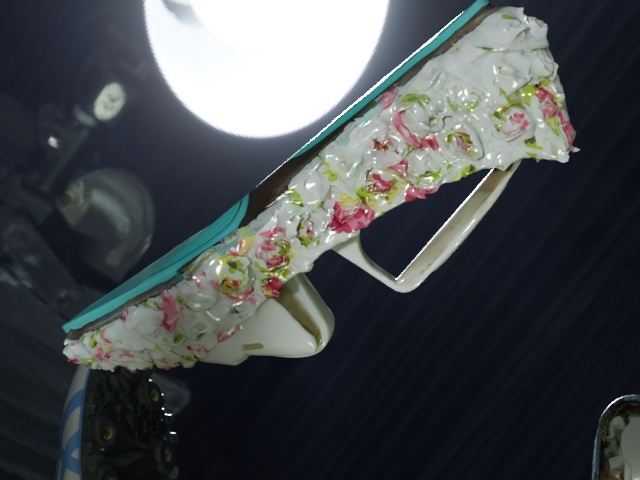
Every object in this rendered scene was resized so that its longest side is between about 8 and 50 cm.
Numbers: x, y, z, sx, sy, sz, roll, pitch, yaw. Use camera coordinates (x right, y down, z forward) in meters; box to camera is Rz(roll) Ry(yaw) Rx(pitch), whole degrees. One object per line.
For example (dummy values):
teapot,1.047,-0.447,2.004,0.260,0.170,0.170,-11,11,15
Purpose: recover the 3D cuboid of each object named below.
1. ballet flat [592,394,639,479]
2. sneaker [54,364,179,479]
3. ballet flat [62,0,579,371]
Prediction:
ballet flat,0.207,0.186,0.620,0.070,0.070,0.188,31,-134,-23
sneaker,-0.133,0.178,0.536,0.086,0.237,0.085,-3,172,28
ballet flat,0.000,0.000,0.379,0.077,0.241,0.091,53,-166,-5
